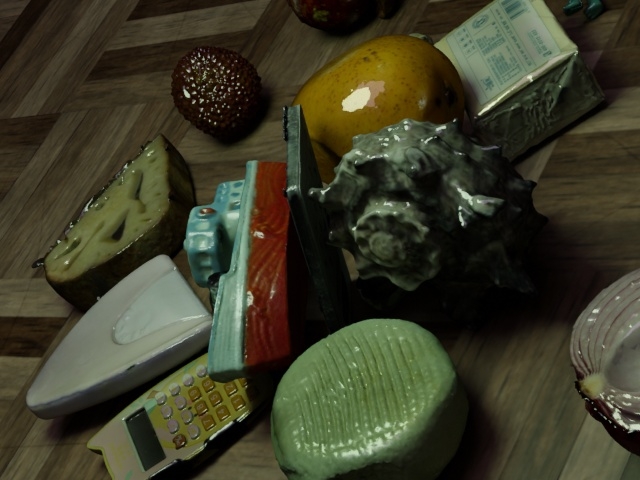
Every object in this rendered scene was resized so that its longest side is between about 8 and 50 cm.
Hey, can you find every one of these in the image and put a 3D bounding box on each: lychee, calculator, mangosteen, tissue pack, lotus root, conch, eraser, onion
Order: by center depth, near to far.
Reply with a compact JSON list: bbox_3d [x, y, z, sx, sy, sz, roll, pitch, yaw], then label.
[{"bbox_3d":[0.362,0.086,1.540,0.283,0.120,0.227,-35,31,13],"label":"onion"},{"bbox_3d":[0.100,-0.019,1.808,0.313,0.241,0.186,133,148,-78],"label":"conch"},{"bbox_3d":[0.000,0.000,1.887,0.021,0.261,0.161,-11,39,8],"label":"calculator"},{"bbox_3d":[-0.149,0.200,1.994,0.236,0.033,0.157,-36,32,2],"label":"calculator"},{"bbox_3d":[0.224,-0.193,2.036,0.148,0.092,0.196,-33,32,10],"label":"tissue pack"},{"bbox_3d":[-0.244,0.136,2.135,0.243,0.059,0.204,-37,33,-3],"label":"eraser"},{"bbox_3d":[-0.246,-0.020,2.312,0.260,0.074,0.170,-47,34,-14],"label":"lotus root"},{"bbox_3d":[-0.136,-0.198,2.374,0.123,0.123,0.129,-37,38,4],"label":"lychee"},{"bbox_3d":[0.034,-0.360,2.399,0.181,0.156,0.146,-20,-1,-22],"label":"mangosteen"}]

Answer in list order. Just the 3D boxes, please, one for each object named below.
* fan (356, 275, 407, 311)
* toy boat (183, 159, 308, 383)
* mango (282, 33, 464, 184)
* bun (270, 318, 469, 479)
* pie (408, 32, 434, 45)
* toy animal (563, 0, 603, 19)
[{"bbox_3d":[0.103,-0.010,2.012,0.131,0.009,0.240,-6,46,41],"label":"fan"},{"bbox_3d":[-0.089,0.044,1.990,0.133,0.145,0.332,-6,35,6],"label":"toy boat"},{"bbox_3d":[0.056,-0.142,2.003,0.191,0.160,0.290,-46,16,-18],"label":"mango"},{"bbox_3d":[0.051,0.181,1.750,0.221,0.108,0.221,-20,34,14],"label":"bun"},{"bbox_3d":[0.075,-0.167,2.189,0.185,0.052,0.218,-24,39,18],"label":"pie"},{"bbox_3d":[0.288,-0.349,2.151,0.100,0.103,0.208,-42,35,14],"label":"toy animal"}]
